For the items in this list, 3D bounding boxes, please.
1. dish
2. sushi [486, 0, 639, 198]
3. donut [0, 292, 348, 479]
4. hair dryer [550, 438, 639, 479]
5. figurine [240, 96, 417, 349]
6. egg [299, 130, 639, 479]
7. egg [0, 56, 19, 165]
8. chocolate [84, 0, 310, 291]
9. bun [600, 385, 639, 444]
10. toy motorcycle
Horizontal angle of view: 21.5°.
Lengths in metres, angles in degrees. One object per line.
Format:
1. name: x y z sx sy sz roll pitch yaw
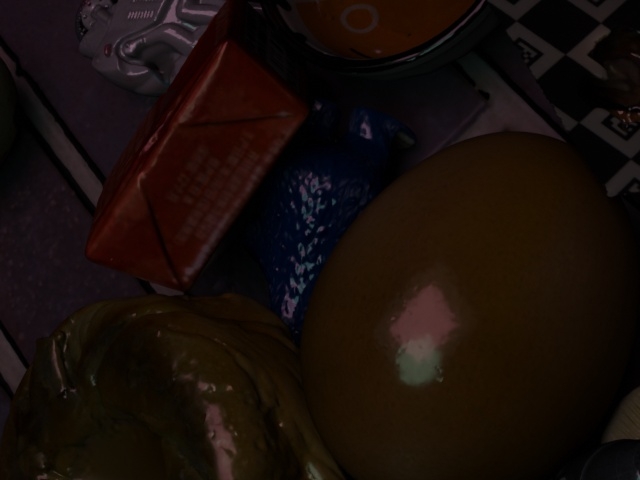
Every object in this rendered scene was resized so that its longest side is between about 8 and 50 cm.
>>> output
1. dish: 0.084 -0.264 1.562 0.303 0.120 0.303 -11 66 26
2. sushi: 0.300 -0.148 1.384 0.290 0.050 0.264 -16 58 -17
3. donut: -0.125 0.215 1.444 0.360 0.170 0.360 -4 85 44
4. hair dryer: 0.179 0.290 1.227 0.235 0.091 0.272 -49 21 47
5. figurine: -0.006 -0.006 1.513 0.164 0.120 0.262 -8 69 26
6. egg: 0.123 0.061 1.336 0.250 0.250 0.322 18 66 34
7. egg: -0.416 -0.117 1.764 0.228 0.177 0.177 -51 54 19
8. chocolate: -0.106 -0.089 1.529 0.235 0.108 0.237 -56 10 14
9. bun: 0.278 0.162 1.315 0.115 0.069 0.115 -11 66 25
10. toy motorcycle: -0.134 -0.214 1.682 0.260 0.110 0.171 -17 70 24
